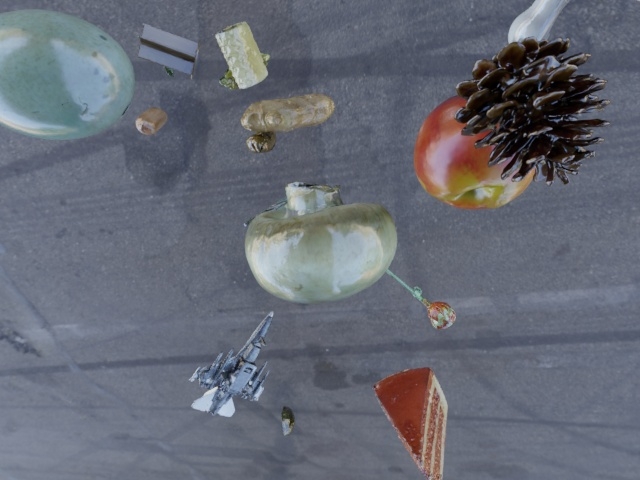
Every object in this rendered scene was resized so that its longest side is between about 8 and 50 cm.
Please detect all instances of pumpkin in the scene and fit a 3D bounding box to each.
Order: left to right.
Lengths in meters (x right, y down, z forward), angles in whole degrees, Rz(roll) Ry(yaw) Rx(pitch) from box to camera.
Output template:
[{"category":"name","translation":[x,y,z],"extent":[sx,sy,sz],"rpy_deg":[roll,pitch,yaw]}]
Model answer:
[{"category":"pumpkin","translation":[-0.070,0.391,0.903],"extent":[0.028,0.083,0.050],"rpy_deg":[-7,92,-6]}]

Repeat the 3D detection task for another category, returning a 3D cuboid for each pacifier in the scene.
[{"category":"pacifier","translation":[0.477,-0.506,0.787],"extent":[0.332,0.220,0.273],"rpy_deg":[44,174,19]}]

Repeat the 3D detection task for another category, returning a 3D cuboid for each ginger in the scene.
[{"category":"ginger","translation":[-0.118,-0.471,1.527],"extent":[0.354,0.190,0.126],"rpy_deg":[-16,113,-13]}]

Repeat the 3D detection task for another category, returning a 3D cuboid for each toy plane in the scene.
[{"category":"toy plane","translation":[-0.149,0.242,0.771],"extent":[0.160,0.082,0.234],"rpy_deg":[34,98,-36]}]

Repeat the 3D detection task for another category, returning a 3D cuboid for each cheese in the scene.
[{"category":"cheese","translation":[-0.232,-0.553,1.230],"extent":[0.094,0.123,0.167],"rpy_deg":[-10,125,21]}]

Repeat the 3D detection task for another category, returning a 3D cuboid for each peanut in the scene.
[{"category":"peanut","translation":[-0.593,-0.424,1.452],"extent":[0.076,0.152,0.076],"rpy_deg":[8,131,9]}]

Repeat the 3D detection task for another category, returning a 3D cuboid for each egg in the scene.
[{"category":"egg","translation":[-0.376,-0.226,0.575],"extent":[0.237,0.169,0.169],"rpy_deg":[4,131,15]}]

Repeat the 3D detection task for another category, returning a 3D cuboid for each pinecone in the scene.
[{"category":"pinecone","translation":[0.258,-0.143,0.495],"extent":[0.163,0.165,0.163],"rpy_deg":[-17,167,-4]}]

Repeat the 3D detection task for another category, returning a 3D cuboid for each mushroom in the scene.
[{"category":"mushroom","translation":[0.000,0.000,0.916],"extent":[0.353,0.352,0.260],"rpy_deg":[-2,94,11]}]

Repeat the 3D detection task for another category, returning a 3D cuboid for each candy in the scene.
[{"category":"candy","translation":[0.307,0.177,1.332],"extent":[0.288,0.078,0.084],"rpy_deg":[39,115,13]}]

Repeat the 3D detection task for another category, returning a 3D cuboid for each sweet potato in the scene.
[{"category":"sweet potato","translation":[-0.229,-0.412,1.620],"extent":[0.098,0.310,0.124],"rpy_deg":[-26,131,22]}]

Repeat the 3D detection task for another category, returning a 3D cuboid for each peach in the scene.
[{"category":"peach","translation":[0.487,-0.291,1.315],"extent":[0.389,0.388,0.388],"rpy_deg":[5,131,6]}]

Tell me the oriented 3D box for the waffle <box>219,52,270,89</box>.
[{"category":"waffle","translation":[-0.330,-0.748,1.828],"extent":[0.223,0.204,0.054],"rpy_deg":[-38,87,32]}]

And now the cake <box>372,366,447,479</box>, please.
[{"category":"cake","translation":[0.257,0.432,0.977],"extent":[0.160,0.262,0.158],"rpy_deg":[-30,109,-5]}]

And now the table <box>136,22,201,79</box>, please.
[{"category":"table","translation":[-0.620,-0.777,1.683],"extent":[0.227,0.167,0.167],"rpy_deg":[13,133,-21]}]

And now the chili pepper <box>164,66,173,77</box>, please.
[{"category":"chili pepper","translation":[-0.686,-0.821,1.881],"extent":[0.122,0.065,0.279],"rpy_deg":[27,174,-35]}]

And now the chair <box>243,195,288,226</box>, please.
[{"category":"chair","translation":[-0.114,-0.071,1.433],"extent":[0.147,0.270,0.136],"rpy_deg":[-15,106,39]}]
